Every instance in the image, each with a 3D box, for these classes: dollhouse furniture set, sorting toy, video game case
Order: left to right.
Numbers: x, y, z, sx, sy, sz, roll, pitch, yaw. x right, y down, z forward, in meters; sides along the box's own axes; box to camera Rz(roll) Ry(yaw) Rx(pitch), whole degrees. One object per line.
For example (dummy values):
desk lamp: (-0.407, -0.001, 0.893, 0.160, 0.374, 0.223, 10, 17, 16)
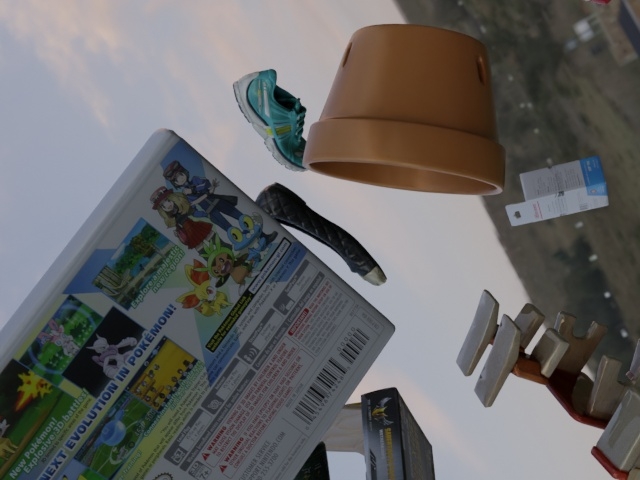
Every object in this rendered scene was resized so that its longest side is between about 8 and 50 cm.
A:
video game case: (-0.123, 0.124, 0.868, 0.300, 0.329, 0.036, 42, 168, -30)
sorting toy: (0.015, 0.314, 1.739, 0.208, 0.193, 0.038, 10, -124, -14)
dollhouse furniture set: (0.290, 0.183, 1.058, 0.262, 0.135, 0.259, 17, -166, -14)

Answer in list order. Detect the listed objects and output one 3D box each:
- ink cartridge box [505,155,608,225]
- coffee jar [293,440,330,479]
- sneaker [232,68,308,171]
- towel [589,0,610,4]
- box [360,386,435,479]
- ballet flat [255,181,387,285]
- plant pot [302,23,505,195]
ink cartridge box: (0.425, -0.088, 1.861, 0.104, 0.180, 0.060, 51, -151, -63)
coffee jar: (-0.023, 0.374, 1.407, 0.096, 0.079, 0.184, -5, -96, -59)
sneaker: (-0.075, -0.245, 2.130, 0.275, 0.110, 0.107, 51, -159, -43)
towel: (0.204, -0.366, 1.190, 0.275, 0.031, 0.198, 3, -122, -25)
box: (0.116, 0.349, 1.424, 0.183, 0.056, 0.231, 59, -158, -45)
ballet flat: (0.000, 0.000, 1.151, 0.173, 0.049, 0.057, 36, 171, 1)
plant pot: (0.129, -0.186, 1.474, 0.291, 0.291, 0.203, 15, -98, -66)
